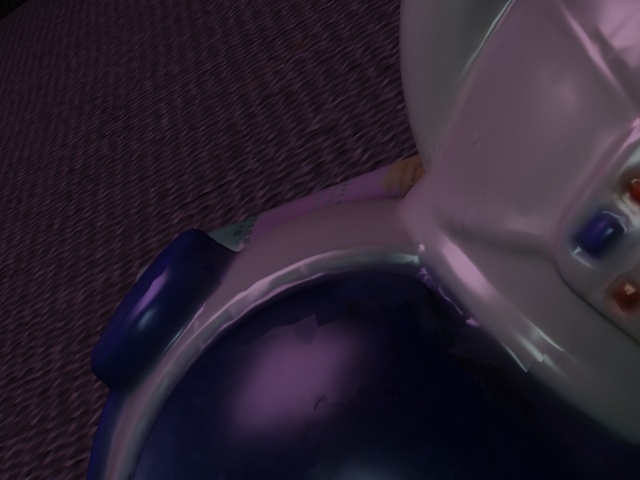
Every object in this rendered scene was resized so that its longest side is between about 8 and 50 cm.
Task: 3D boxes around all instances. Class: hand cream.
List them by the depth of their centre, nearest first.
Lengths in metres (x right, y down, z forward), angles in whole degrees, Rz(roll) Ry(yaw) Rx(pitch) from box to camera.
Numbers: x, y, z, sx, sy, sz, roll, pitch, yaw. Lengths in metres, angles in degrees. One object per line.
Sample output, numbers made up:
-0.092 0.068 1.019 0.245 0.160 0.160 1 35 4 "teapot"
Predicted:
0.000 0.000 0.838 0.174 0.047 0.076 -24 20 26 "hand cream"

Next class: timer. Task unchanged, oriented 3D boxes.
0.097 -0.037 0.390 0.383 0.270 0.270 -53 13 12 "timer"
